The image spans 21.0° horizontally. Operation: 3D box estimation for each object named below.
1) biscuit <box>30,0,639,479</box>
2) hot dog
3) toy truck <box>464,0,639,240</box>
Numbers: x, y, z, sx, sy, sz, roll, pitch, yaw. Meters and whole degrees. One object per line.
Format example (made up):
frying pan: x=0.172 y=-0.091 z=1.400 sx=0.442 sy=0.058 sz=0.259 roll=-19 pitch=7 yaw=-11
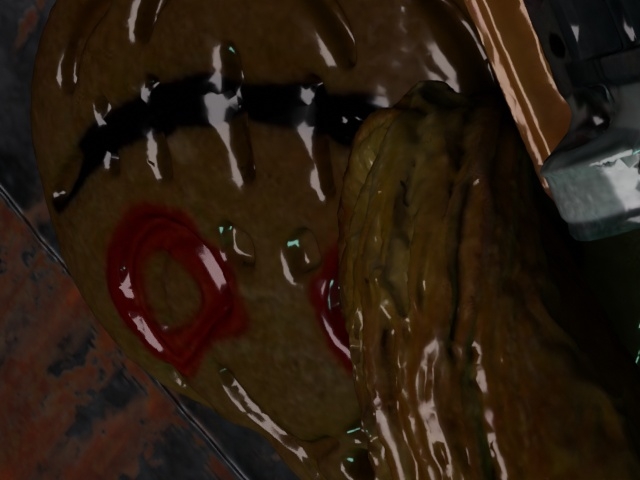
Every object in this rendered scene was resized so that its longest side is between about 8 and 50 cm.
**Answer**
biscuit: x=-0.001 y=0.000 z=0.854 sx=0.367 sy=0.063 sz=0.314 roll=7 pitch=114 yaw=36
hot dog: x=0.076 y=0.073 z=0.692 sx=0.122 sy=0.196 sz=0.272 roll=-29 pitch=99 yaw=4
toy truck: x=0.176 y=-0.118 z=0.467 sx=0.173 sy=0.207 sz=0.387 roll=66 pitch=164 yaw=-7
